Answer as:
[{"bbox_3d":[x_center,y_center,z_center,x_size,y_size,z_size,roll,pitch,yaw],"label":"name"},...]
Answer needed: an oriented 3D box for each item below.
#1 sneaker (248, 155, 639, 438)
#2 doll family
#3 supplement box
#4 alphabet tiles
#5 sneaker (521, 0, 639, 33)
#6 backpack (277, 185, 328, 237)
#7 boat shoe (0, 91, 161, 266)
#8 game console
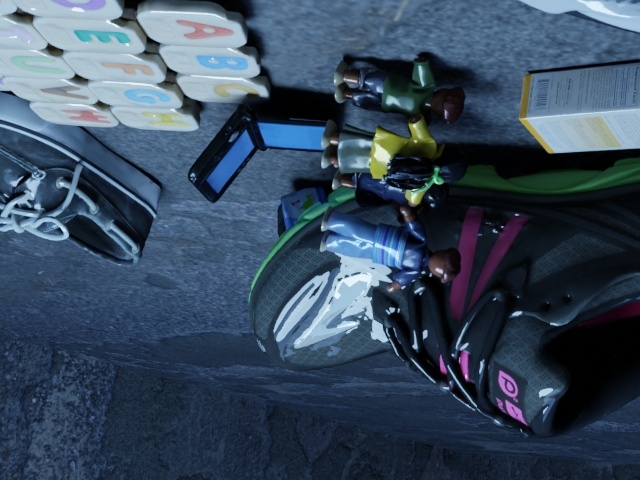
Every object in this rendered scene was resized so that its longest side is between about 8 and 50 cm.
[{"bbox_3d":[0.140,0.055,0.813,0.482,0.202,0.185,-9,138,28],"label":"sneaker"},{"bbox_3d":[0.059,-0.042,0.736,0.111,0.076,0.193,13,141,12],"label":"doll family"},{"bbox_3d":[0.193,-0.089,0.675,0.098,0.036,0.062,0,161,33],"label":"supplement box"},{"bbox_3d":[-0.182,-0.133,0.725,0.277,0.021,0.284,4,168,6],"label":"alphabet tiles"},{"bbox_3d":[0.213,-0.106,0.478,0.268,0.101,0.153,5,161,8],"label":"sneaker"},{"bbox_3d":[0.000,0.000,0.995,0.084,0.105,0.114,-14,160,1],"label":"backpack"},{"bbox_3d":[-0.272,-0.052,0.966,0.113,0.105,0.306,2,162,25],"label":"boat shoe"},{"bbox_3d":[-0.044,-0.064,0.821,0.071,0.107,0.122,37,176,6],"label":"game console"}]
